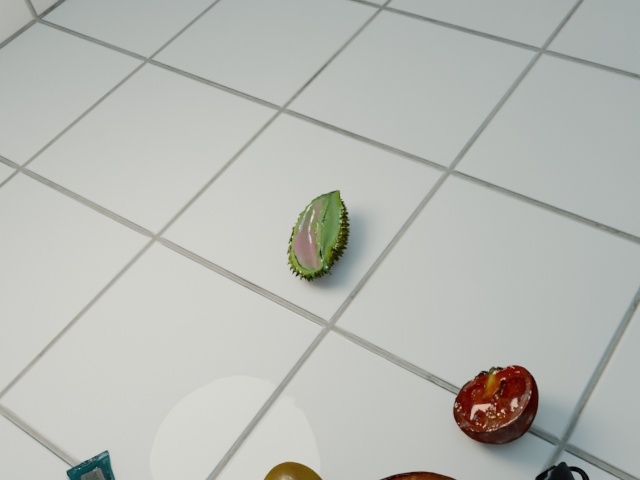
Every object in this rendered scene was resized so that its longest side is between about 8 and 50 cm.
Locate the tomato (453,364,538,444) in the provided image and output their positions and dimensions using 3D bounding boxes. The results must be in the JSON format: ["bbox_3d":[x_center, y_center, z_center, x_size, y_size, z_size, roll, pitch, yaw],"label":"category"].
[{"bbox_3d":[0.322,0.301,1.387,0.159,0.091,0.139,-23,34,27],"label":"tomato"}]

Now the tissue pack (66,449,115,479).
[{"bbox_3d":[-0.412,0.457,1.431,0.085,0.027,0.138,-24,46,-14],"label":"tissue pack"}]

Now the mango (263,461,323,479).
[{"bbox_3d":[-0.034,0.479,1.301,0.136,0.099,0.227,-16,58,-12],"label":"mango"}]

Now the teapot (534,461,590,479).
[{"bbox_3d":[0.370,0.436,1.271,0.177,0.087,0.096,-29,70,-13],"label":"teapot"}]

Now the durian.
[{"bbox_3d":[0.003,0.006,1.691,0.137,0.095,0.220,-24,41,39],"label":"durian"}]

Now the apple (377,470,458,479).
[{"bbox_3d":[0.146,0.486,1.191,0.252,0.206,0.272,24,55,39],"label":"apple"}]
